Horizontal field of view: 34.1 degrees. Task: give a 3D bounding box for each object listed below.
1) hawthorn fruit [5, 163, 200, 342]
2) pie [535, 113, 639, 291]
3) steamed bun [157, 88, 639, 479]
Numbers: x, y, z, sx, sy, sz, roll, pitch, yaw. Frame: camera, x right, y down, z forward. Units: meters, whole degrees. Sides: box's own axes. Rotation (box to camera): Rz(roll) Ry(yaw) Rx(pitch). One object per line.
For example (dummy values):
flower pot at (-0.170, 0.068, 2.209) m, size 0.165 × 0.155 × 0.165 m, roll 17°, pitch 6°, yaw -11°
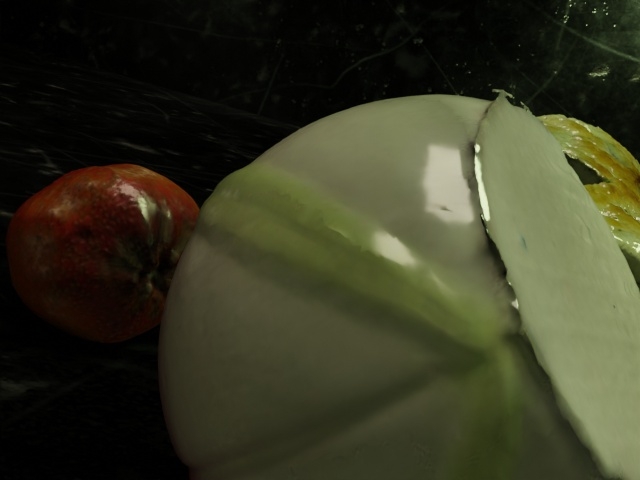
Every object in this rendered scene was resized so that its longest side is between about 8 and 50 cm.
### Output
hawthorn fruit at (-0.201, 0.004, 0.913) m, size 0.194 × 0.157 × 0.157 m, roll 14°, pitch 9°, yaw 33°
pie at (0.352, -0.029, 1.208) m, size 0.337 × 0.075 × 0.337 m, roll 28°, pitch 29°, yaw -17°
steamed bun at (0.028, 0.079, 0.600) m, size 0.309 × 0.309 × 0.309 m, roll 14°, pitch 11°, yaw -3°
